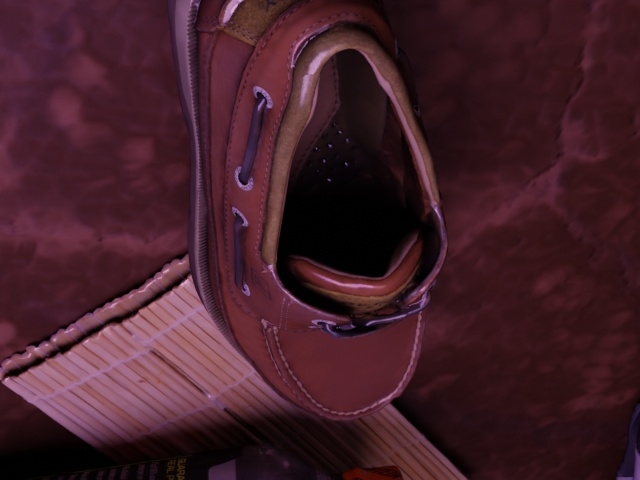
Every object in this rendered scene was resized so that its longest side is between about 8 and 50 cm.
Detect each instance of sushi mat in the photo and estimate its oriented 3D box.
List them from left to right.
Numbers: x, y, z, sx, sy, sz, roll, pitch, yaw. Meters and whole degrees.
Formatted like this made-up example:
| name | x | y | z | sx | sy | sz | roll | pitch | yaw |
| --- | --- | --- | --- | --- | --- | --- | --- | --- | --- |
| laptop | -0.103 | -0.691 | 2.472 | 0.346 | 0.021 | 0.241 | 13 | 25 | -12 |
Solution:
| name | x | y | z | sx | sy | sz | roll | pitch | yaw |
| --- | --- | --- | --- | --- | --- | --- | --- | --- | --- |
| sushi mat | -0.033 | 0.116 | 0.882 | 0.151 | 0.019 | 0.316 | -29 | 137 | 14 |

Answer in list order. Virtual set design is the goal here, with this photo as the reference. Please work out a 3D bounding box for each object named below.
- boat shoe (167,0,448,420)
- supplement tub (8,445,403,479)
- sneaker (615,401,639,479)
| name | x | y | z | sx | sy | sz | roll | pitch | yaw |
| --- | --- | --- | --- | --- | --- | --- | --- | --- | --- |
| boat shoe | 0.000 | 0.000 | 0.689 | 0.111 | 0.104 | 0.307 | -27 | 138 | -10 |
| supplement tub | -0.112 | 0.224 | 0.811 | 0.338 | 0.207 | 0.207 | -8 | 138 | -1 |
| sneaker | 0.249 | 0.199 | 0.977 | 0.122 | 0.146 | 0.330 | 2 | 133 | -18 |
